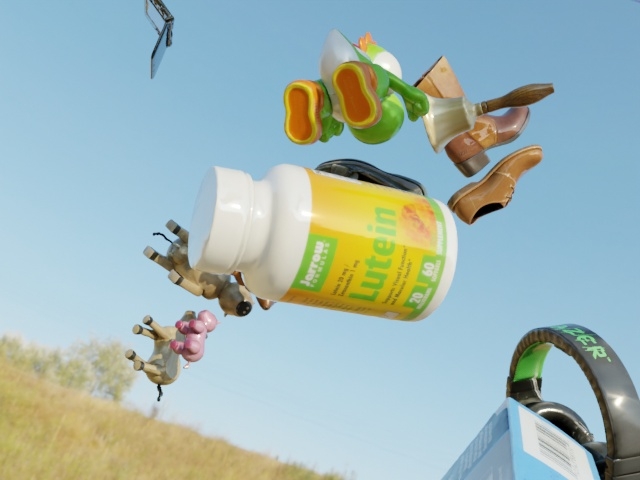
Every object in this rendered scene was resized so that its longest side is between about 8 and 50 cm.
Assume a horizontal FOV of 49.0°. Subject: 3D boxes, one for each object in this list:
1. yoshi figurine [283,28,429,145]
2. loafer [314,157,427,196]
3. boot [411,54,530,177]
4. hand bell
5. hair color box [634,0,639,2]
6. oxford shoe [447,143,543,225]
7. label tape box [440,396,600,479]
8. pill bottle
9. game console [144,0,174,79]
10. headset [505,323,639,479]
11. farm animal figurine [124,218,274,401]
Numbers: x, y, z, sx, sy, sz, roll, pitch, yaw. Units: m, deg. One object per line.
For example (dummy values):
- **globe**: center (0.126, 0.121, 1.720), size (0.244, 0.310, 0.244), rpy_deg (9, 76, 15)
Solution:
- **yoshi figurine**: center (0.074, -0.230, 1.218), size (0.204, 0.362, 0.203), rpy_deg (34, -63, 6)
- **loafer**: center (0.094, -0.116, 1.509), size (0.268, 0.084, 0.096), rpy_deg (14, -68, 22)
- **boot**: center (0.371, -0.342, 1.765), size (0.280, 0.264, 0.096), rpy_deg (51, -6, -15)
- **hand bell**: center (0.326, -0.257, 1.353), size (0.242, 0.126, 0.126), rpy_deg (-13, -37, 21)
- **hair color box**: center (0.409, -0.415, 0.885), size (0.339, 0.185, 0.110), rpy_deg (10, 0, -13)
- **oxford shoe**: center (0.354, -0.103, 1.362), size (0.076, 0.212, 0.076), rpy_deg (55, 5, 34)
- **label tape box**: center (0.116, 0.342, 0.642), size (0.115, 0.347, 0.249), rpy_deg (37, 14, 5)
- **pill bottle**: center (0.000, 0.000, 0.706), size (0.246, 0.136, 0.136), rpy_deg (11, -22, -21)
- **game console**: center (-0.287, -0.349, 1.181), size (0.107, 0.071, 0.122), rpy_deg (55, -15, -4)
- **headset**: center (0.351, 0.303, 0.934), size (0.185, 0.394, 0.243), rpy_deg (-3, 14, -14)
- **farm animal figurine**: center (-0.224, 0.101, 1.351), size (0.330, 0.326, 0.172), rpy_deg (-37, -39, 7)
